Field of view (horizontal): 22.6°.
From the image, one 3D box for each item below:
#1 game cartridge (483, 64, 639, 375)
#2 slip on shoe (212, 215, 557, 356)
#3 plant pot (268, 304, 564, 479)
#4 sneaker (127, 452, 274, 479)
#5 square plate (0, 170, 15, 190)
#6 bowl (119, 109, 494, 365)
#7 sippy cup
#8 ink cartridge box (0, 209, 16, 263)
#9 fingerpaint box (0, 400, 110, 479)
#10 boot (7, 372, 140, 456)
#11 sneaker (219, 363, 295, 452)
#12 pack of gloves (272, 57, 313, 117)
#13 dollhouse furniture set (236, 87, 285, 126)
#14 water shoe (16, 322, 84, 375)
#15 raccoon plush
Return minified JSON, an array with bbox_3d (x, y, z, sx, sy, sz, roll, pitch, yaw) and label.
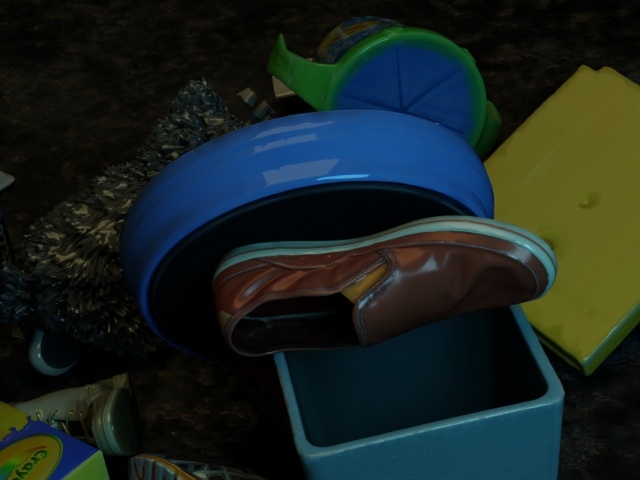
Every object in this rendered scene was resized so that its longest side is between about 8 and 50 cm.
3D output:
[{"bbox_3d":[0.322,-0.036,1.920,0.324,0.052,0.285,-44,57,-9],"label":"game cartridge"},{"bbox_3d":[0.057,0.053,1.506,0.331,0.123,0.101,-6,47,11],"label":"slip on shoe"},{"bbox_3d":[0.097,0.206,1.588,0.248,0.252,0.247,-13,33,-4],"label":"plant pot"},{"bbox_3d":[-0.113,0.273,1.708,0.215,0.084,0.083,16,27,28],"label":"sneaker"},{"bbox_3d":[-0.692,-0.067,2.382,0.344,0.049,0.347,19,43,37],"label":"square plate"},{"bbox_3d":[-0.008,0.013,1.645,0.391,0.391,0.077,-11,59,-2],"label":"bowl"},{"bbox_3d":[0.088,-0.209,2.242,0.240,0.305,0.224,-36,27,2],"label":"sippy cup"},{"bbox_3d":[-0.473,0.017,2.083,0.069,0.175,0.371,-3,34,10],"label":"ink cartridge box"},{"bbox_3d":[-0.485,0.329,1.625,0.371,0.163,0.445,20,43,36],"label":"fingerpaint box"},{"bbox_3d":[-0.289,0.210,1.799,0.165,0.077,0.213,-13,8,-3],"label":"boot"},{"bbox_3d":[-0.045,0.134,1.875,0.135,0.097,0.276,-19,36,-14],"label":"sneaker"},{"bbox_3d":[0.049,-0.209,2.436,0.232,0.046,0.195,-9,47,0],"label":"pack of gloves"},{"bbox_3d":[-0.088,-0.147,2.340,0.081,0.091,0.114,-43,52,11],"label":"dollhouse furniture set"},{"bbox_3d":[-0.343,0.112,2.026,0.080,0.073,0.203,-25,26,20],"label":"water shoe"},{"bbox_3d":[-0.254,-0.020,1.896,0.216,0.299,0.446,40,36,26],"label":"raccoon plush"}]
